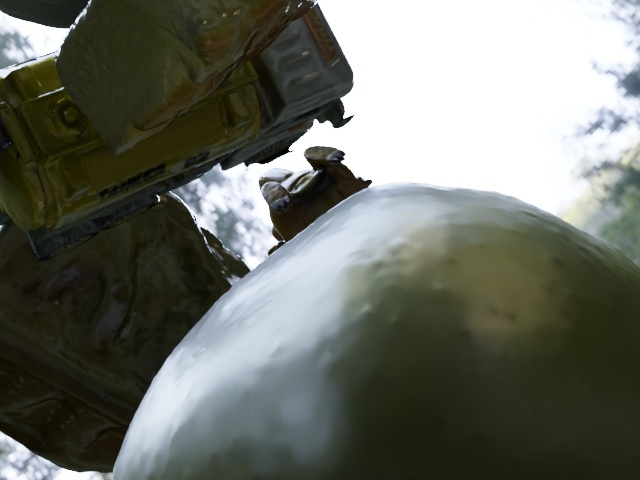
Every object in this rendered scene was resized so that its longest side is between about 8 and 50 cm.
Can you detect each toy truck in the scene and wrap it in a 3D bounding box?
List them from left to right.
[{"bbox_3d":[-0.086,-0.070,0.788,0.227,0.098,0.114,-26,-2,-35],"label":"toy truck"}]

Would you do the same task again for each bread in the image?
[{"bbox_3d":[-0.193,0.039,1.086,0.238,0.196,0.252,-16,-44,30],"label":"bread"},{"bbox_3d":[-0.032,-0.129,0.696,0.188,0.068,0.125,-46,6,-34],"label":"bread"}]

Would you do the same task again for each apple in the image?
[{"bbox_3d":[0.034,0.080,0.431,0.200,0.200,0.200,-20,-46,-22],"label":"apple"}]

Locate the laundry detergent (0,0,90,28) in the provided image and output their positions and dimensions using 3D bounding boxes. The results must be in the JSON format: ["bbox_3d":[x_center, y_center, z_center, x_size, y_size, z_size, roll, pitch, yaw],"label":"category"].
[{"bbox_3d":[-0.134,-0.242,1.024,0.091,0.253,0.181,-43,-56,-53],"label":"laundry detergent"}]

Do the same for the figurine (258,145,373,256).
[{"bbox_3d":[-0.001,0.001,1.374,0.121,0.122,0.176,-40,-65,-23],"label":"figurine"}]
